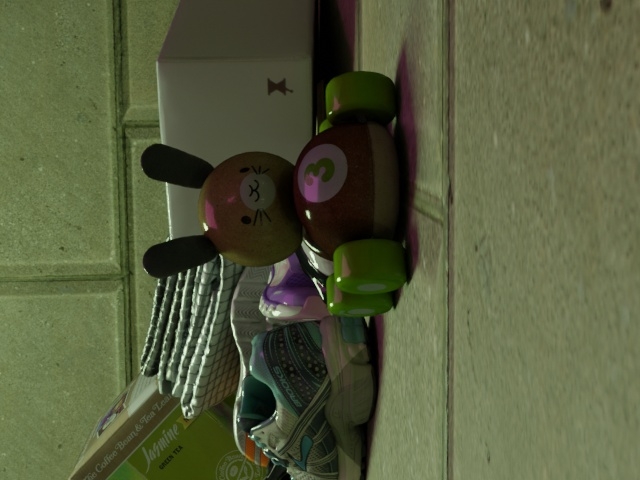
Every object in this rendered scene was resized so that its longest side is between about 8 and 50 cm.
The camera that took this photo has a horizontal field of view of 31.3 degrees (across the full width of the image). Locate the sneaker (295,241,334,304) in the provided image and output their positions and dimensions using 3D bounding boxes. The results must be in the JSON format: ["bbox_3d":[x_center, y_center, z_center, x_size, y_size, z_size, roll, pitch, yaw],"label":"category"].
[{"bbox_3d":[0.000,0.000,1.048,0.235,0.084,0.097,-107,15,-75],"label":"sneaker"}]

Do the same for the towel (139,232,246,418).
[{"bbox_3d":[-0.127,0.077,1.596,0.235,0.121,0.284,-27,-42,-53],"label":"towel"}]

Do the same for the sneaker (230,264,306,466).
[{"bbox_3d":[-0.050,0.127,1.535,0.180,0.124,0.321,-49,-30,-79],"label":"sneaker"}]

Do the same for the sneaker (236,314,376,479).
[{"bbox_3d":[-0.019,0.164,1.093,0.283,0.122,0.110,93,174,-47],"label":"sneaker"}]

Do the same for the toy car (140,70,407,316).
[{"bbox_3d":[-0.039,-0.029,0.847,0.149,0.188,0.155,102,166,-73],"label":"toy car"}]

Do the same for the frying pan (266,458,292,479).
[{"bbox_3d":[-0.021,0.195,1.253,0.326,0.053,0.197,-87,16,-77],"label":"frying pan"}]

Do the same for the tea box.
[{"bbox_3d":[-0.190,0.356,1.796,0.220,0.323,0.329,-47,8,1],"label":"tea box"}]

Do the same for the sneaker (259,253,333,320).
[{"bbox_3d":[-0.018,0.028,1.309,0.236,0.095,0.104,-107,24,-79],"label":"sneaker"}]

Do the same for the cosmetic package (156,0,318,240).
[{"bbox_3d":[-0.084,-0.191,1.378,0.453,0.161,0.230,-89,-1,-62],"label":"cosmetic package"}]

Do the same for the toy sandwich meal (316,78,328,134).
[{"bbox_3d":[0.011,-0.139,1.260,0.085,0.029,0.085,179,90,-90],"label":"toy sandwich meal"}]
